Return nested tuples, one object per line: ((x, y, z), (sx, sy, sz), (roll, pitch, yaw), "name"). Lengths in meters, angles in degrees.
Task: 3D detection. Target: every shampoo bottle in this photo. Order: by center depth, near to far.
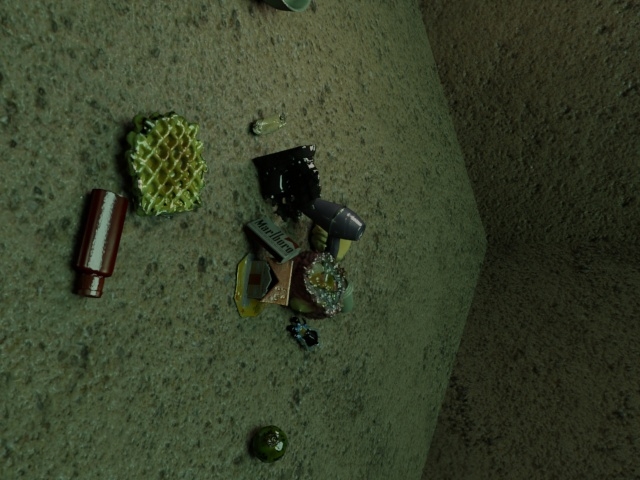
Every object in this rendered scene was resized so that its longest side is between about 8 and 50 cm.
((-0.544, 0.010, 1.430), (0.102, 0.064, 0.260), (27, 66, -55), "shampoo bottle")

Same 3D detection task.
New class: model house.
((-0.171, 0.159, 1.949), (0.207, 0.135, 0.219), (25, 68, -57), "model house")

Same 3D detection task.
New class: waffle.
((-0.428, -0.212, 1.621), (0.317, 0.073, 0.297), (-17, 109, -64), "waffle")

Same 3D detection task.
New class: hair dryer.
((0.000, 0.000, 2.193), (0.121, 0.301, 0.361), (-41, 151, -47), "hair dryer")

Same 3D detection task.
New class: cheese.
((0.055, -0.023, 2.340), (0.214, 0.117, 0.226), (-61, 141, -30), "cheese")

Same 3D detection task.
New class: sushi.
((-0.034, 0.167, 2.137), (0.270, 0.170, 0.237), (52, 47, -40), "sushi")

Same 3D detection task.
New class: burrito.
((-0.182, -0.408, 2.039), (0.188, 0.045, 0.058), (-32, 109, -52), "burrito")

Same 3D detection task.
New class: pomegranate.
((-0.166, 0.676, 1.934), (0.161, 0.122, 0.122), (114, -7, -64), "pomegranate")

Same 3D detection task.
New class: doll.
((-0.051, 0.361, 2.196), (0.195, 0.070, 0.096), (46, 67, -38), "doll")

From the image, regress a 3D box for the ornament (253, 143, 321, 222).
((-0.094, -0.186, 1.995), (0.106, 0.251, 0.260), (-30, 107, -55), "ornament")

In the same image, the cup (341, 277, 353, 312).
((0.088, 0.225, 2.385), (0.141, 0.120, 0.120), (67, 37, -45), "cup")

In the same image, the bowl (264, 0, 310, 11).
((-0.158, -0.929, 2.006), (0.289, 0.146, 0.289), (1, 89, -59), "bowl")

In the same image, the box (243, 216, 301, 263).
((-0.160, -0.005, 1.961), (0.115, 0.177, 0.036), (-29, 156, -57), "box")
